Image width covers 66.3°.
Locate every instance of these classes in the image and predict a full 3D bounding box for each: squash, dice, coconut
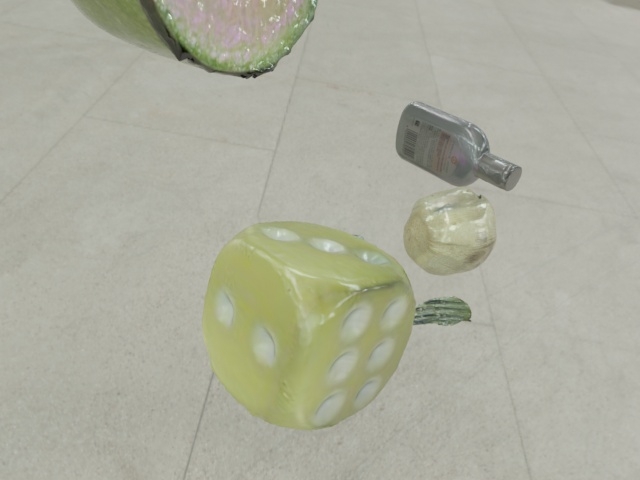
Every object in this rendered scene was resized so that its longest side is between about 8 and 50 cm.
[{"bbox_3d":[-0.191,-0.376,0.575,0.309,0.310,0.310,26,43,26],"label":"squash"},{"bbox_3d":[-0.015,0.083,0.534,0.166,0.169,0.169,-6,28,-44],"label":"dice"},{"bbox_3d":[0.306,-0.022,1.117,0.225,0.224,0.224,7,42,-6],"label":"coconut"}]

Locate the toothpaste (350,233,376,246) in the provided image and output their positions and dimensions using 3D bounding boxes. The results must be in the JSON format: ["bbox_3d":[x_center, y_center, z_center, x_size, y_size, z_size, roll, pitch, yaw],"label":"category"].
[{"bbox_3d":[0.000,0.000,0.803,0.198,0.034,0.057,9,4,30],"label":"toothpaste"}]

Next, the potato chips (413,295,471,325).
[{"bbox_3d":[0.363,0.221,1.524,0.208,0.028,0.091,-5,70,11],"label":"potato chips"}]

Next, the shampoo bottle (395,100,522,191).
[{"bbox_3d":[0.162,-0.107,0.591,0.040,0.079,0.165,-21,42,-36],"label":"shampoo bottle"}]
